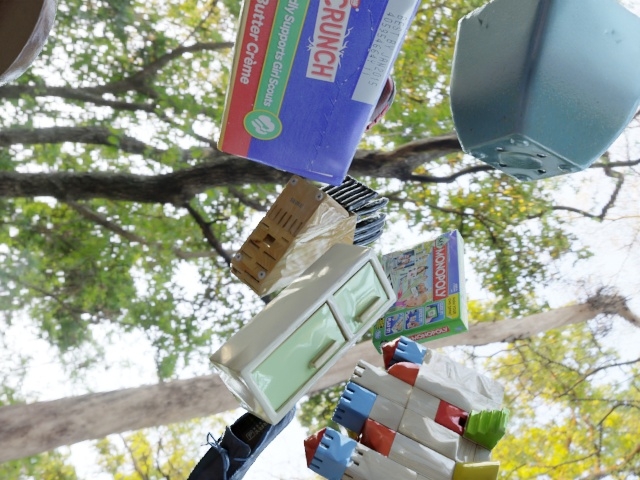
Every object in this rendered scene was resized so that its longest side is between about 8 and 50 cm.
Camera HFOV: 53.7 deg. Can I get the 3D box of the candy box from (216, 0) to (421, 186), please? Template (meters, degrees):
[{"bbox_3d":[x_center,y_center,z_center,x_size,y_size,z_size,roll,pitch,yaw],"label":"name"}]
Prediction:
[{"bbox_3d":[0.012,-0.254,0.526,0.268,0.122,0.317,115,-16,-49],"label":"candy box"}]

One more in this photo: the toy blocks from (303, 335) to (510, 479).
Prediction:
[{"bbox_3d":[0.131,0.297,0.998,0.260,0.381,0.191,26,-51,8],"label":"toy blocks"}]

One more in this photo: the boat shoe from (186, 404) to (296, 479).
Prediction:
[{"bbox_3d":[-0.159,0.371,1.178,0.109,0.258,0.089,30,-24,26],"label":"boat shoe"}]

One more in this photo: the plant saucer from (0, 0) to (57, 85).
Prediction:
[{"bbox_3d":[-0.340,-0.237,0.691,0.168,0.029,0.169,-10,-108,31],"label":"plant saucer"}]

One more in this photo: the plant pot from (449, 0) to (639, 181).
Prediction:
[{"bbox_3d":[0.363,-0.241,1.045,0.247,0.247,0.252,-9,-119,66],"label":"plant pot"}]

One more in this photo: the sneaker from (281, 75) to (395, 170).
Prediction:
[{"bbox_3d":[0.016,-0.235,1.146,0.276,0.135,0.098,-30,-114,-3],"label":"sneaker"}]

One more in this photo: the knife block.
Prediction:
[{"bbox_3d":[0.000,0.000,1.145,0.088,0.242,0.276,34,-93,37],"label":"knife block"}]

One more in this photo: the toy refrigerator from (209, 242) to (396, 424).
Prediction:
[{"bbox_3d":[-0.016,0.125,0.906,0.094,0.269,0.102,7,-49,51],"label":"toy refrigerator"}]

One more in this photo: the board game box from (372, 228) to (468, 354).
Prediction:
[{"bbox_3d":[0.238,0.116,1.505,0.213,0.317,0.046,-21,-59,24],"label":"board game box"}]
